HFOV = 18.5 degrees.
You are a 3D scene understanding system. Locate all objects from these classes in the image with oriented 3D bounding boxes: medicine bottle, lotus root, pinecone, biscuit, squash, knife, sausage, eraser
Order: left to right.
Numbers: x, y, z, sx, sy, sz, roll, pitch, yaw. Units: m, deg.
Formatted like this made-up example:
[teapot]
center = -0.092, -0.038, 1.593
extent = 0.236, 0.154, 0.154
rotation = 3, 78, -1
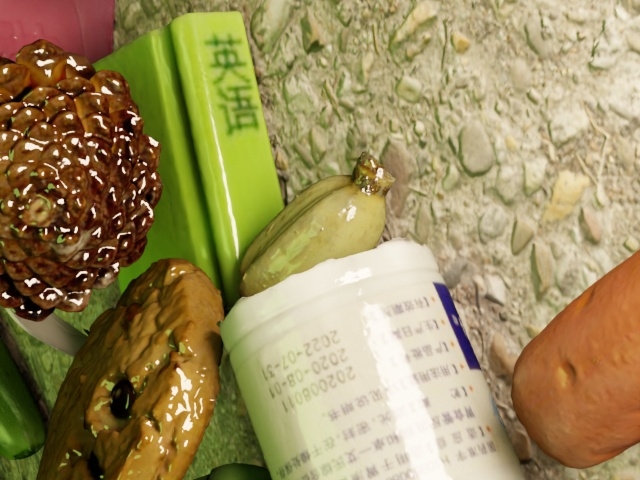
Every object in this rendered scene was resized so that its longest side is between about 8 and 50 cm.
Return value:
[squash]
center = -0.395, 0.132, 2.234
extent = 0.292, 0.082, 0.082
rotation = 59, 138, 24
[pinecone]
center = -0.276, -0.067, 1.772
extent = 0.292, 0.246, 0.246
rotation = -150, 58, -64
[knife]
center = -0.301, 0.058, 1.942
extent = 0.043, 0.336, 0.081
rotation = -39, 50, 10
[biscuit]
center = -0.174, 0.147, 1.693
extent = 0.296, 0.075, 0.296
rotation = -47, 29, 36
[eraser]
center = -0.124, -0.054, 1.835
extent = 0.210, 0.092, 0.274
rotation = -21, 80, 52
[lotus root]
center = 0.001, 0.001, 1.679
extent = 0.183, 0.077, 0.090
rotation = -44, 24, 23
[medicine bottle]
center = 0.060, 0.185, 1.566
extent = 0.190, 0.190, 0.332
rotation = -38, 68, 49
[sausage]
center = 0.229, 0.073, 1.390
extent = 0.259, 0.113, 0.113
rotation = -44, 64, 46

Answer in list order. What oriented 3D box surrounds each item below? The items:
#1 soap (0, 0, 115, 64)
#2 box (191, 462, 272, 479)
[soap]
center = -0.336, -0.145, 1.971
extent = 0.128, 0.233, 0.360
rotation = 25, 118, 45
[box]
center = -0.080, 0.322, 1.718
extent = 0.328, 0.252, 0.178
rotation = -22, 49, 46
